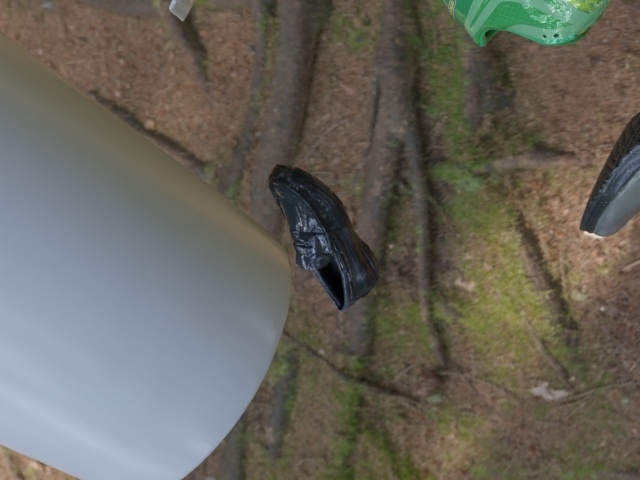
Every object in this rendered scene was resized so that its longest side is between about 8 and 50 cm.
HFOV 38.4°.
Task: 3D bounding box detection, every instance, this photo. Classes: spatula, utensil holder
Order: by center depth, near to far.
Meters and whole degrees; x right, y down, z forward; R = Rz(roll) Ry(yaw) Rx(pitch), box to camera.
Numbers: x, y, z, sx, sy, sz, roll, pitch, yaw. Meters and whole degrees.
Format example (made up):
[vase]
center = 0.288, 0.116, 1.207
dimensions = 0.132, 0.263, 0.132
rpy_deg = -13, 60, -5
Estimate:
[utensil holder]
center = -0.265, 0.022, 0.839
dimensions = 0.385, 0.327, 0.327
rpy_deg = 37, 134, -27
[spatula]
center = -0.173, -0.399, 1.263
dimensions = 0.019, 0.242, 0.168
rpy_deg = 36, 93, 3

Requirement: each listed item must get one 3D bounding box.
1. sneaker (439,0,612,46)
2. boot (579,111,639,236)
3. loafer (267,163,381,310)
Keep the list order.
[sneaker]
center = 0.221, -0.237, 0.775
dimensions = 0.295, 0.109, 0.123
rpy_deg = -1, 129, 55
[boot]
center = 0.305, -0.047, 0.681
dimensions = 0.161, 0.083, 0.246
rpy_deg = 29, 149, 7
[loafer]
center = 0.000, 0.000, 1.083
dimensions = 0.076, 0.078, 0.223
rpy_deg = 16, 151, 43
